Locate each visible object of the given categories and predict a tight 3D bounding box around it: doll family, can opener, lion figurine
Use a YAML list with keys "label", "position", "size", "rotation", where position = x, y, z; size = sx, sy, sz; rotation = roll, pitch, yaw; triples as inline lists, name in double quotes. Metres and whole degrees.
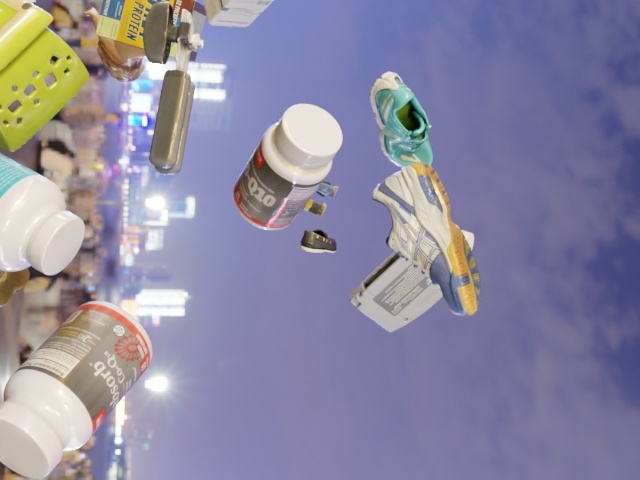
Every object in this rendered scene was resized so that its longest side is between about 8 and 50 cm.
- label: "doll family"
  position: [-0.029, -0.118, 2.155]
  size: [0.193, 0.111, 0.076]
  rotation: [-57, -171, 48]
- label: "can opener"
  position: [-0.247, -0.248, 1.428]
  size: [0.074, 0.093, 0.281]
  rotation: [69, 24, -77]
- label: "lion figurine"
  position: [-0.489, -0.547, 2.366]
  size: [0.392, 0.142, 0.240]
  rotation: [7, -49, 47]

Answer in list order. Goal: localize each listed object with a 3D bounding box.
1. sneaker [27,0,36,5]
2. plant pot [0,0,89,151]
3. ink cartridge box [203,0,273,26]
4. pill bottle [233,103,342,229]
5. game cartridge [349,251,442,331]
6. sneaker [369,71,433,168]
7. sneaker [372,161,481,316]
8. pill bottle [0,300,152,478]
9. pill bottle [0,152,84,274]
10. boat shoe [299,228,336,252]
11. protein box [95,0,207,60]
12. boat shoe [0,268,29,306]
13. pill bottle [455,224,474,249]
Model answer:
- label: "sneaker"
  position: [-0.698, -0.490, 1.795]
  size: [0.107, 0.118, 0.279]
  rotation: [-44, -172, 16]
- label: "plant pot"
  position: [-0.608, -0.344, 1.632]
  size: [0.228, 0.227, 0.207]
  rotation: [-52, 160, -22]
- label: "ink cartridge box"
  position: [-0.154, -0.479, 1.713]
  size: [0.135, 0.099, 0.056]
  rotation: [-29, -106, 48]
- label: "pill bottle"
  position: [-0.073, -0.158, 1.901]
  size: [0.283, 0.161, 0.161]
  rotation: [128, -37, -50]
- label: "game cartridge"
  position: [0.247, 0.116, 2.417]
  size: [0.297, 0.198, 0.062]
  rotation: [-44, -145, 15]
- label: "sneaker"
  position: [0.184, -0.233, 1.863]
  size: [0.110, 0.107, 0.275]
  rotation: [43, -9, 40]
- label: "sneaker"
  position: [0.195, 0.010, 1.612]
  size: [0.112, 0.131, 0.297]
  rotation: [-1, 69, -64]
- label: "pill bottle"
  position: [-0.536, 0.313, 1.859]
  size: [0.363, 0.210, 0.210]
  rotation: [-55, 163, -47]
- label: "pill bottle"
  position: [-0.472, -0.050, 1.250]
  size: [0.146, 0.264, 0.146]
  rotation: [-57, 166, -23]
- label: "boat shoe"
  position: [0.002, 0.001, 1.725]
  size: [0.133, 0.048, 0.042]
  rotation: [3, 104, -66]
- label: "protein box"
  position: [-0.382, -0.506, 2.010]
  size: [0.201, 0.199, 0.136]
  rotation: [-84, -170, -80]
- label: "boat shoe"
  position: [-0.695, 0.100, 1.923]
  size: [0.056, 0.049, 0.152]
  rotation: [59, 22, -17]
- label: "pill bottle"
  position: [0.239, -0.004, 1.788]
  size: [0.078, 0.137, 0.078]
  rotation: [-42, 142, -44]
